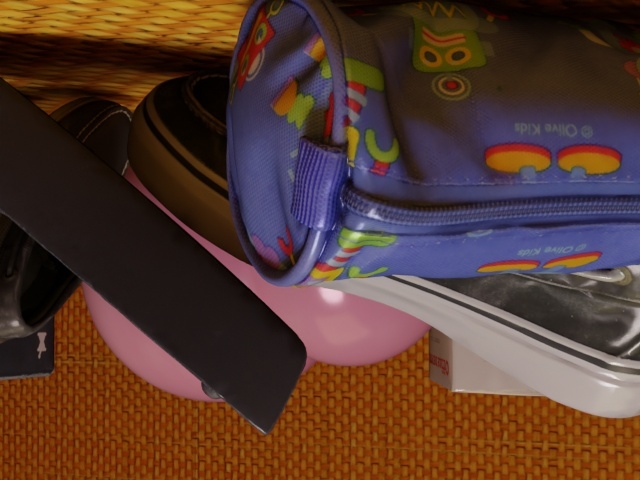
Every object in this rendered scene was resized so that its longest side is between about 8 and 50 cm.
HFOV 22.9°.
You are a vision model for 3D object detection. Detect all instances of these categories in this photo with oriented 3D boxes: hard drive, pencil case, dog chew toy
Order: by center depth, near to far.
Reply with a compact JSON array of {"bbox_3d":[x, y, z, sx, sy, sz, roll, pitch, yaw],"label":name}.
[{"bbox_3d":[0.116,-0.040,0.662,0.306,0.119,0.133,0,-157,-18],"label":"pencil case"},{"bbox_3d":[-0.110,-0.005,0.802,0.255,0.054,0.172,41,177,0],"label":"hard drive"},{"bbox_3d":[0.000,0.000,1.086,0.332,0.206,0.206,-10,174,27],"label":"dog chew toy"}]

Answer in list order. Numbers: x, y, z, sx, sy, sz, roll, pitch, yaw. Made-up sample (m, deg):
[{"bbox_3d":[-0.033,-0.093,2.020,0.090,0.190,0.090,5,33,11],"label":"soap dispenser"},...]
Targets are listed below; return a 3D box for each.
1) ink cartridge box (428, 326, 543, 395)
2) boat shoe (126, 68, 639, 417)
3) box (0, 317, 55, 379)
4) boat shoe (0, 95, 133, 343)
[{"bbox_3d":[0.149,0.026,1.424,0.093,0.219,0.160,0,178,-3],"label":"ink cartridge box"},{"bbox_3d":[0.050,-0.033,0.827,0.335,0.119,0.121,24,-143,19],"label":"boat shoe"},{"bbox_3d":[-0.353,-0.003,0.949,0.294,0.182,0.296,1,178,17],"label":"box"},{"bbox_3d":[-0.153,-0.010,0.943,0.073,0.080,0.223,4,-143,22],"label":"boat shoe"}]
